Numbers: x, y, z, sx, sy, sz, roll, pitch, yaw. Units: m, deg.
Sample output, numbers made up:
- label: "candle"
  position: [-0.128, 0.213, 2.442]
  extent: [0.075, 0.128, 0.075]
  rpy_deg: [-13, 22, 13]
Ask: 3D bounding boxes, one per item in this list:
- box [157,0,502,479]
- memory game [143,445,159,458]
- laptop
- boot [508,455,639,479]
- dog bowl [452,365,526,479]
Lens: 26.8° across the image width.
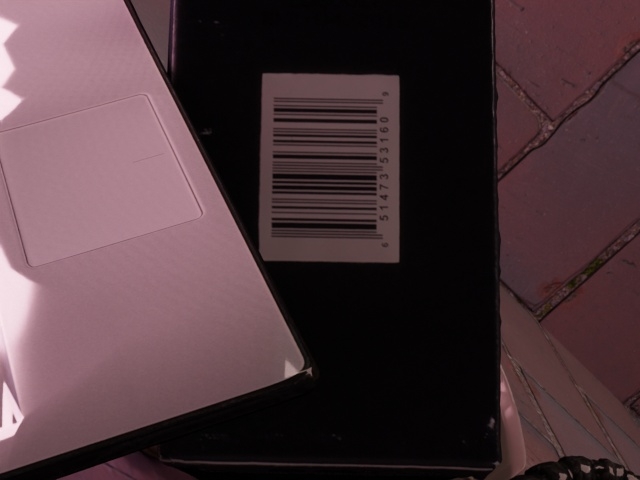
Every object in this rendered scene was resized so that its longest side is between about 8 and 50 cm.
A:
- label: "box"
  position: [0.000, 0.000, 0.823]
  extent: [0.294, 0.183, 0.296]
  rpy_deg: [94, -3, -78]
- label: "memory game"
  position: [-0.151, 0.082, 0.950]
  extent: [0.186, 0.012, 0.186]
  rpy_deg: [45, 11, -11]
- label: "laptop"
  position: [-0.262, -0.076, 0.537]
  extent: [0.382, 0.408, 0.236]
  rpy_deg: [-120, -163, -50]
- label: "boot"
  position: [0.171, 0.222, 0.825]
  extent: [0.348, 0.260, 0.131]
  rpy_deg: [9, 66, -33]
- label: "dog bowl"
  position: [0.031, 0.102, 1.130]
  extent: [0.349, 0.102, 0.349]
  rpy_deg: [42, 29, -29]
